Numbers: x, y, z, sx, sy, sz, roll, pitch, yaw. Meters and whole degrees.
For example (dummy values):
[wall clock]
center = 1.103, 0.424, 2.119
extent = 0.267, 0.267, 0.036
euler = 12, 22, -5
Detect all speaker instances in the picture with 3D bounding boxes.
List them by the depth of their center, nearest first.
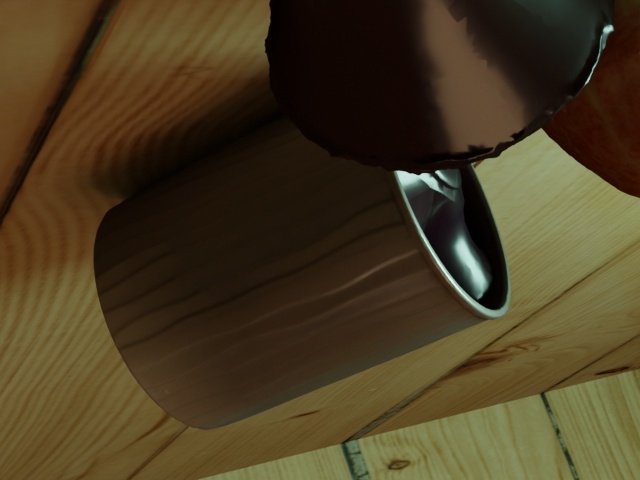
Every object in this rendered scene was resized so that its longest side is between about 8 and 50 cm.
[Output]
[speaker]
center = 0.057, -0.190, 0.558
extent = 0.259, 0.198, 0.329
euler = -9, 155, 10

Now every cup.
[cup]
center = -0.010, -0.012, 1.022
extent = 0.273, 0.288, 0.208
euler = -26, 125, 20

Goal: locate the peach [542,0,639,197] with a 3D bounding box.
[peach]
center = 0.226, -0.138, 0.816
extent = 0.232, 0.232, 0.256
euler = -23, 171, 9
